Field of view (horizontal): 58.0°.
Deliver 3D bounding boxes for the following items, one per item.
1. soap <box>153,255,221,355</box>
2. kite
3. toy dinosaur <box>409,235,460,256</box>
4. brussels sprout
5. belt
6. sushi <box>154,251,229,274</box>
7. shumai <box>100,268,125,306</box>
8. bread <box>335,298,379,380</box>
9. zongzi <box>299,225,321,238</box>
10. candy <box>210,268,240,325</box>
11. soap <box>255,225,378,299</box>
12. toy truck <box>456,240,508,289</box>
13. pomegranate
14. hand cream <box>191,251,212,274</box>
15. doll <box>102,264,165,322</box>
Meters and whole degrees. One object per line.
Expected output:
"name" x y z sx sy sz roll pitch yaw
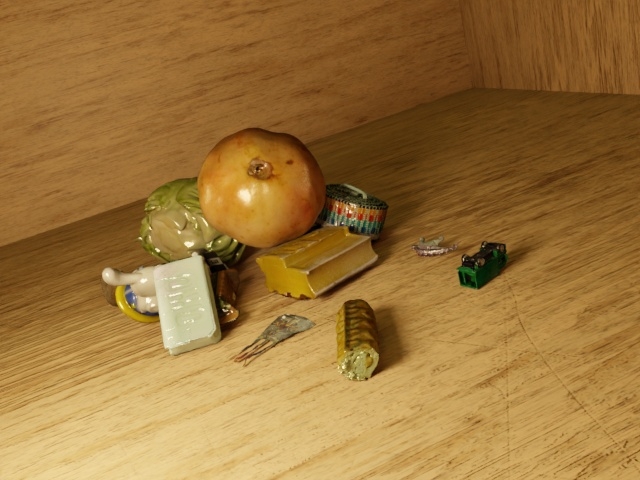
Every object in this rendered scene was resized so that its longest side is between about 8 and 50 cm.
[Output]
"soap" -0.372 0.181 1.608 0.150 0.094 0.261 -18 60 -1
"kite" -0.134 0.258 1.528 0.245 0.015 0.141 -31 23 -36
"toy dinosaur" 0.341 0.021 1.744 0.082 0.039 0.209 -35 17 -34
"brussels sprout" -0.440 -0.079 2.135 0.426 0.342 0.361 4 35 34
"belt" 0.094 -0.113 1.981 0.207 0.160 0.295 -4 24 -42
"sushi" -0.416 0.084 1.935 0.215 0.192 0.050 -13 57 10
"shumai" -0.702 0.164 2.048 0.116 0.145 0.146 -9 11 -42
"bread" 0.084 0.222 1.361 0.087 0.098 0.269 25 19 -9
"zongzi" 0.000 0.000 1.997 0.160 0.078 0.176 -22 24 -20
"candy" -0.303 0.181 1.734 0.143 0.101 0.271 -22 26 7
"soap" -0.008 0.066 1.767 0.281 0.142 0.259 -26 22 -37
"toy truck" 0.432 0.060 1.529 0.147 0.079 0.065 -30 24 -30
"pomegranate" -0.182 -0.167 1.870 0.412 0.411 0.411 -14 21 5
"hand cream" -0.385 0.101 1.883 0.052 0.216 0.038 10 58 11
"doll" -0.539 0.161 1.750 0.243 0.159 0.311 -18 -21 36
